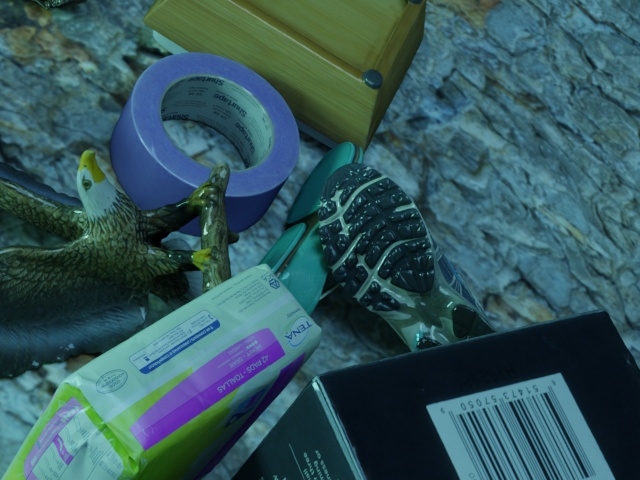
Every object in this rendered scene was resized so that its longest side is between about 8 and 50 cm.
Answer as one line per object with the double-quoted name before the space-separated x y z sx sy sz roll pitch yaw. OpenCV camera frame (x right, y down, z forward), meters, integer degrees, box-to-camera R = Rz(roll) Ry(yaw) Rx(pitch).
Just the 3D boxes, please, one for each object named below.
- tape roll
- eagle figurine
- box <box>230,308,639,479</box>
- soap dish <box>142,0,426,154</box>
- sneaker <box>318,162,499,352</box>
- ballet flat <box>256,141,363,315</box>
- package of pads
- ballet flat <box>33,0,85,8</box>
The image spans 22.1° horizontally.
"tape roll" -0.123 -0.103 1.744 0.189 0.080 0.189 14 53 -19
"eagle figurine" -0.231 0.000 1.575 0.298 0.225 0.226 -6 11 3
"box" 0.080 0.263 1.372 0.293 0.395 0.212 -11 63 -31
"soap dish" -0.028 -0.256 1.876 0.291 0.118 0.229 31 49 -5
"sneaker" 0.092 0.046 1.714 0.283 0.110 0.122 57 6 -1
"ballet flat" 0.000 0.000 1.744 0.087 0.083 0.247 49 45 -20
"package of pads" -0.153 0.167 1.389 0.229 0.296 0.101 -33 77 -39
"ballet flat" -0.366 -0.299 1.767 0.250 0.084 0.058 15 50 -24
